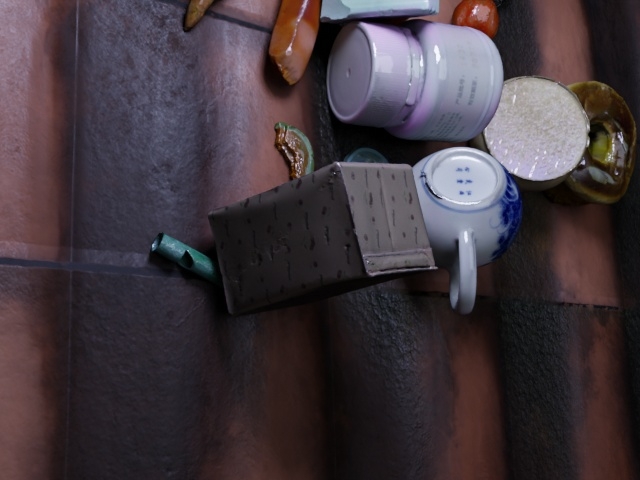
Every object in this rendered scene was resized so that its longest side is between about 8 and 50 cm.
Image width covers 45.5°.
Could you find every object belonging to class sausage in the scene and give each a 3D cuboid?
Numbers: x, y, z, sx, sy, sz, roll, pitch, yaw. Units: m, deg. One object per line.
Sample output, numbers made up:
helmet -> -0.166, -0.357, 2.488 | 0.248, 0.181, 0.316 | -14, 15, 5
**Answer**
sausage -> -0.042, -0.440, 1.505 | 0.089, 0.083, 0.300 | 59, 43, -61

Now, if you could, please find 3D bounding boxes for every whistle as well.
whistle -> -0.200, 0.045, 1.301 | 0.186, 0.039, 0.039 | 32, 62, -28

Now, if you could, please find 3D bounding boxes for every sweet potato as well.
sweet potato -> -0.178, -0.489, 1.427 | 0.058, 0.078, 0.255 | 28, 56, 13

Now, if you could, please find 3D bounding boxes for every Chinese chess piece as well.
Chinese chess piece -> 0.479, -0.245, 1.761 | 0.269, 0.112, 0.270 | 1, 79, -5

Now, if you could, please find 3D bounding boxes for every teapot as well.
teapot -> 0.279, -0.042, 1.563 | 0.252, 0.280, 0.424 | 0, 54, 2

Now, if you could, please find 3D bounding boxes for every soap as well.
soap -> 0.108, -0.473, 1.472 | 0.145, 0.230, 0.091 | -34, 124, -67

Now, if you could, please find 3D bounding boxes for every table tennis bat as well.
table tennis bat -> 0.111, -0.077, 1.563 | 0.149, 0.038, 0.237 | -3, 79, -42

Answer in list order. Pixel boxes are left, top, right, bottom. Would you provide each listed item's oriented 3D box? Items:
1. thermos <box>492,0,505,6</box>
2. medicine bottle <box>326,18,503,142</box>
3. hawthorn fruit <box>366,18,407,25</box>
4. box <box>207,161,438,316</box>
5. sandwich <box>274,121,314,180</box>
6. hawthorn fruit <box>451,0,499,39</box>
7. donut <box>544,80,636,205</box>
thermos -> 0.464, -0.673, 1.950 | 0.073, 0.083, 0.188 | 25, 65, -6
medicine bottle -> 0.187, -0.325, 1.547 | 0.301, 0.241, 0.241 | 0, 79, -27
hawthorn fruit -> 0.148, -0.541, 1.611 | 0.173, 0.179, 0.174 | 15, 64, -33
box -> 0.000, 0.000, 1.274 | 0.225, 0.297, 0.191 | -5, 78, -53
sandwich -> -0.045, -0.169, 1.471 | 0.067, 0.029, 0.135 | -24, 94, -38
hawthorn fruit -> 0.364, -0.516, 1.804 | 0.128, 0.128, 0.128 | 10, 74, -35
donut -> 0.669, -0.235, 1.952 | 0.329, 0.160, 0.330 | 6, 76, -24
